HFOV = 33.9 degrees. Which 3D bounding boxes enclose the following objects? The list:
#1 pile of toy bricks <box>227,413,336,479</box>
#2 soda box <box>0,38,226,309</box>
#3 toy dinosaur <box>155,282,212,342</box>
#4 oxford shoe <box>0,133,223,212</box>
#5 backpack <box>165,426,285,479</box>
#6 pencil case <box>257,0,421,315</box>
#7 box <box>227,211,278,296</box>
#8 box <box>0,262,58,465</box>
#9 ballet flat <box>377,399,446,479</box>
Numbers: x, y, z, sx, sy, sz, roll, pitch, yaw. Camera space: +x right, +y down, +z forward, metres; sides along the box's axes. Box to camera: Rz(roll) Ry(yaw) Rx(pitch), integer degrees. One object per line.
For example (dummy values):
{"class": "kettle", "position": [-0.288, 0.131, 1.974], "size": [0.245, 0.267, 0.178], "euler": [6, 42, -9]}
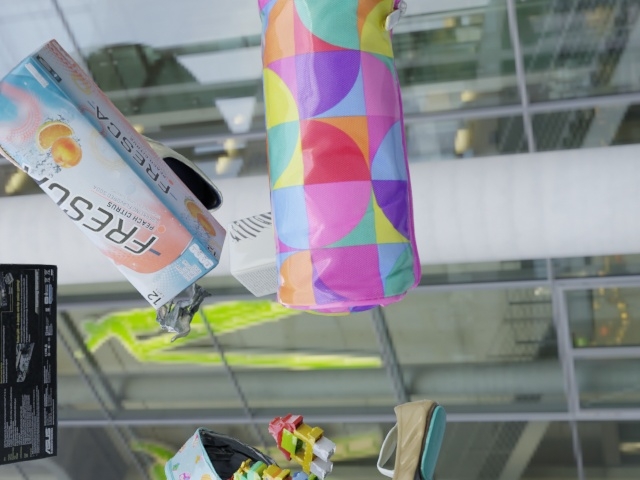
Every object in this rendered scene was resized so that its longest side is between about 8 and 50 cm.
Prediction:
{"class": "pile of toy bricks", "position": [-0.062, 0.292, 1.183], "size": [0.118, 0.105, 0.212], "euler": [-36, -34, -42]}
{"class": "soda box", "position": [-0.144, -0.043, 0.706], "size": [0.183, 0.058, 0.063], "euler": [49, -165, -16]}
{"class": "toy dinosaur", "position": [-0.268, 0.141, 2.078], "size": [0.118, 0.064, 0.268], "euler": [-53, 14, -6]}
{"class": "oxford shoe", "position": [-0.329, -0.134, 1.693], "size": [0.397, 0.146, 0.140], "euler": [17, -94, -38]}
{"class": "backpack", "position": [-0.134, 0.359, 1.477], "size": [0.188, 0.144, 0.166], "euler": [47, -173, -40]}
{"class": "pencil case", "position": [0.013, -0.069, 0.688], "size": [0.104, 0.104, 0.236], "euler": [1, -94, -73]}
{"class": "box", "position": [0.000, 0.000, 1.640], "size": [0.113, 0.275, 0.094], "euler": [51, -152, -59]}
{"class": "box", "position": [-0.315, 0.110, 0.931], "size": [0.147, 0.077, 0.180], "euler": [1, -93, -51]}
{"class": "ballet flat", "position": [0.103, 0.304, 1.298], "size": [0.080, 0.073, 0.232], "euler": [64, -147, -43]}
